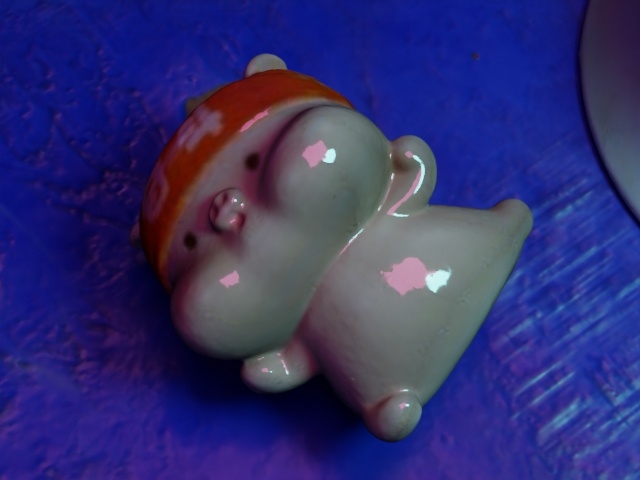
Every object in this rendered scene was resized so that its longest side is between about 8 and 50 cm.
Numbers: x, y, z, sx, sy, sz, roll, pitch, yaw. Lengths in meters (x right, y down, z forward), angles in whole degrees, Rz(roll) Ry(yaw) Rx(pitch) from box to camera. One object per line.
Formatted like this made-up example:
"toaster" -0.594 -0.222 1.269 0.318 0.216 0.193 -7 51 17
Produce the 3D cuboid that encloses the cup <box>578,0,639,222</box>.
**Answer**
"cup" 0.341 -0.127 1.159 0.347 0.163 0.347 3 64 -6

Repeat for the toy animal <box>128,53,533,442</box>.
"toy animal" 0.000 0.000 1.067 0.197 0.171 0.171 32 66 1
